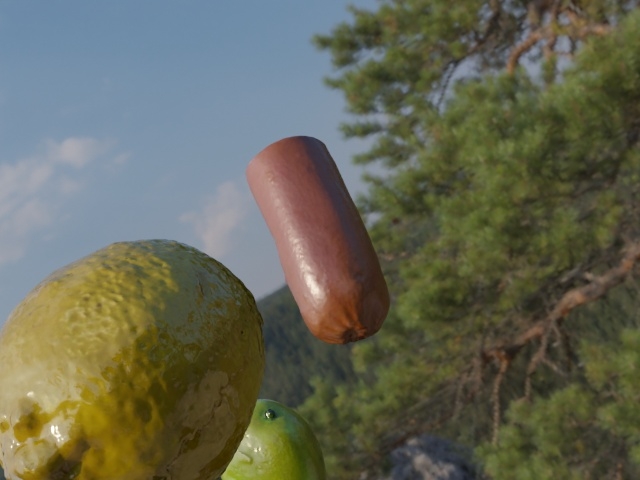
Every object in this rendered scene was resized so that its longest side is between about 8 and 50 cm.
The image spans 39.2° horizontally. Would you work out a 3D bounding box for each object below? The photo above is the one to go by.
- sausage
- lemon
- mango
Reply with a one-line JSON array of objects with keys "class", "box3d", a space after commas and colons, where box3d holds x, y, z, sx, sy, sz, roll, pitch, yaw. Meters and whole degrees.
[{"class": "sausage", "box3d": [0.000, 0.000, 1.076, 0.113, 0.259, 0.114, -20, -23, -9]}, {"class": "lemon", "box3d": [-0.146, 0.106, 0.695, 0.204, 0.204, 0.260, -34, 13, 39]}, {"class": "mango", "box3d": [-0.074, 0.398, 1.495, 0.185, 0.273, 0.149, -19, -4, 29]}]
